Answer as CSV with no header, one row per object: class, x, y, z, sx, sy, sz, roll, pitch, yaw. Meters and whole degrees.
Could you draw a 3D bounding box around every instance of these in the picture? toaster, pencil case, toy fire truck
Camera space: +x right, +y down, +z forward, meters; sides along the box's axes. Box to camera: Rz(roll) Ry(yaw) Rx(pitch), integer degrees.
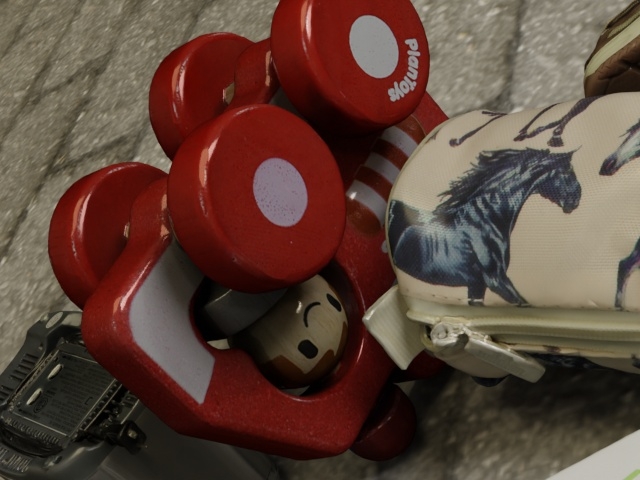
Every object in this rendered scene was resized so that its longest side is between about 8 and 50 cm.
toaster,-0.128,0.139,0.869,0.227,0.146,0.129,4,53,53
pencil case,0.216,0.004,0.633,0.410,0.160,0.183,-2,49,49
toy fire truck,0.000,0.000,0.798,0.169,0.254,0.302,-18,34,48

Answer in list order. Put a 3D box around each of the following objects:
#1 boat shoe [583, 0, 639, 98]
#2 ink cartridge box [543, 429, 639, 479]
boat shoe,0.287,-0.168,0.858,0.257,0.095,0.095,-27,26,25
ink cartridge box,0.118,0.153,0.535,0.209,0.062,0.109,-21,32,-26
